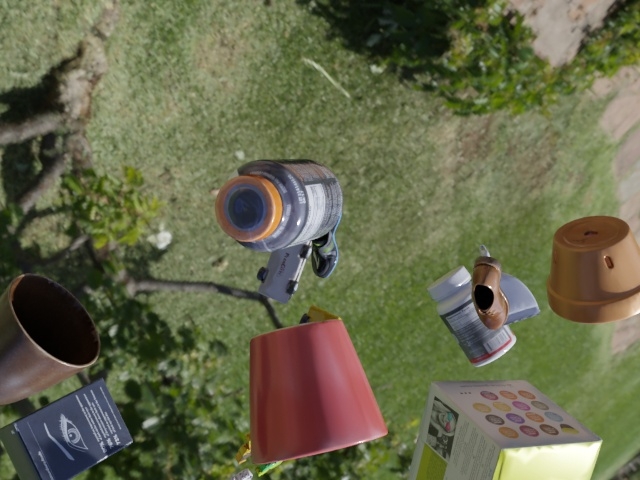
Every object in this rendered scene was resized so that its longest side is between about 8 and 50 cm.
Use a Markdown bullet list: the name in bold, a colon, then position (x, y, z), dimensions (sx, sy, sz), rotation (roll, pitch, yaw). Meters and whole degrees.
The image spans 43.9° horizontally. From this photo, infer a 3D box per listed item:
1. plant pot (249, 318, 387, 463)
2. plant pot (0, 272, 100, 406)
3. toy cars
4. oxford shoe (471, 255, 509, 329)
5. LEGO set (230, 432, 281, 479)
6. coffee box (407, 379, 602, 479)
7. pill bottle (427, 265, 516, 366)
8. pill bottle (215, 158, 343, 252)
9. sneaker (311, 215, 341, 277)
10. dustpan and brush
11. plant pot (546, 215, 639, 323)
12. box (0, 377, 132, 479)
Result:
- **plant pot**: position (-0.024, 0.297, 1.586), dimensions (0.274, 0.243, 0.275), rotation (-12, 168, -3)
- **plant pot**: position (-0.583, 0.218, 1.522), dimensions (0.230, 0.215, 0.215), rotation (-39, 151, 13)
- **toy cars**: position (-0.044, 0.150, 1.927), dimensions (0.176, 0.394, 0.087), rotation (-19, -179, 18)
- **oxford shoe**: position (0.335, 0.125, 1.605), dimensions (0.212, 0.076, 0.076), rotation (66, 36, -46)
- **LEGO set**: position (-0.126, 0.472, 1.809), dimensions (0.227, 0.087, 0.093), rotation (-26, 147, -23)
- **coffee box**: position (0.481, 0.602, 2.130), dimensions (0.337, 0.334, 0.339), rotation (3, 108, -26)
- **pill bottle**: position (0.462, 0.231, 2.453), dimensions (0.161, 0.283, 0.161), rotation (-34, 179, -1)
- **pill bottle**: position (-0.062, -0.053, 1.144), dimensions (0.130, 0.130, 0.245), rotation (-47, 170, 17)
- **sneaker**: position (0.000, 0.000, 1.743), dimensions (0.078, 0.067, 0.188), rotation (-34, 139, -47)
- **dustpan and brush**: position (0.443, 0.106, 1.987), dimensions (0.147, 0.211, 0.060), rotation (-17, 171, -5)
- **plant pot**: position (0.758, 0.064, 2.178), dimensions (0.290, 0.291, 0.204), rotation (-26, 116, -19)
- **box**: position (-0.511, 0.393, 1.594), dimensions (0.207, 0.153, 0.108), rotation (-24, 177, -44)
